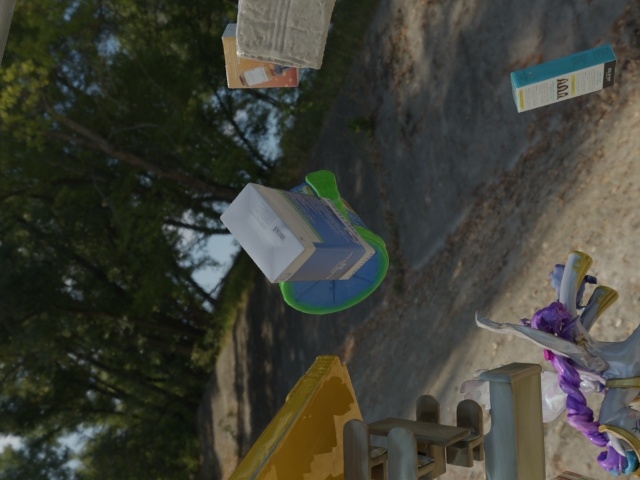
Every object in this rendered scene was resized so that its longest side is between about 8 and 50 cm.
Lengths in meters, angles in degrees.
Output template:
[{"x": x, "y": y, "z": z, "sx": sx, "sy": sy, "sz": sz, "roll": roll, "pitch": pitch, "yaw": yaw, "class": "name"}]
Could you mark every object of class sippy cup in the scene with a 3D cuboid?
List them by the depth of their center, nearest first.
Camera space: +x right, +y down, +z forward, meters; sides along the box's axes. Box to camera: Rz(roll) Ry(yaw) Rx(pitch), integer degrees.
[{"x": 0.000, "y": 0.000, "z": 1.376, "sx": 0.305, "sy": 0.240, "sz": 0.224, "roll": -51, "pitch": 42, "yaw": 27, "class": "sippy cup"}]

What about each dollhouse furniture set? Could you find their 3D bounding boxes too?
[{"x": 0.180, "y": 0.255, "z": 0.905, "sx": 0.212, "sy": 0.242, "sz": 0.161, "roll": 2, "pitch": -95, "yaw": -51, "class": "dollhouse furniture set"}]

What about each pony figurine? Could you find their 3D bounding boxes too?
[{"x": 0.446, "y": 0.197, "z": 1.096, "sx": 0.363, "sy": 0.350, "sz": 0.303, "roll": -58, "pitch": -26, "yaw": -31, "class": "pony figurine"}]

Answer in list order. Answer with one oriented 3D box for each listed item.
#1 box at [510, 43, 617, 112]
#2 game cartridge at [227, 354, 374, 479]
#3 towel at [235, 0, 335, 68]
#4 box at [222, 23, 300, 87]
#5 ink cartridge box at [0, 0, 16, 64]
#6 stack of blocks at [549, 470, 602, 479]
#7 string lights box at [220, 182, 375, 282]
[{"x": 0.617, "y": -0.412, "z": 1.627, "sx": 0.100, "sy": 0.244, "sz": 0.060, "roll": 56, "pitch": -157, "yaw": -56, "class": "box"}, {"x": -0.009, "y": 0.364, "z": 0.927, "sx": 0.324, "sy": 0.052, "sz": 0.285, "roll": -46, "pitch": -56, "yaw": -58, "class": "game cartridge"}, {"x": -0.061, "y": -0.474, "z": 1.234, "sx": 0.049, "sy": 0.187, "sz": 0.282, "roll": -97, "pitch": 18, "yaw": -51, "class": "towel"}, {"x": -0.138, "y": -0.443, "z": 1.526, "sx": 0.091, "sy": 0.170, "sz": 0.130, "roll": -85, "pitch": -7, "yaw": -53, "class": "box"}, {"x": -0.296, "y": -0.168, "z": 0.302, "sx": 0.310, "sy": 0.271, "sz": 0.130, "roll": -64, "pitch": 23, "yaw": 21, "class": "ink cartridge box"}, {"x": 0.570, "y": 0.577, "z": 1.360, "sx": 0.297, "sy": 0.171, "sz": 0.087, "roll": 16, "pitch": -98, "yaw": -56, "class": "stack of blocks"}, {"x": -0.025, "y": -0.008, "z": 1.003, "sx": 0.077, "sy": 0.133, "sz": 0.259, "roll": -47, "pitch": -21, "yaw": 17, "class": "string lights box"}]
